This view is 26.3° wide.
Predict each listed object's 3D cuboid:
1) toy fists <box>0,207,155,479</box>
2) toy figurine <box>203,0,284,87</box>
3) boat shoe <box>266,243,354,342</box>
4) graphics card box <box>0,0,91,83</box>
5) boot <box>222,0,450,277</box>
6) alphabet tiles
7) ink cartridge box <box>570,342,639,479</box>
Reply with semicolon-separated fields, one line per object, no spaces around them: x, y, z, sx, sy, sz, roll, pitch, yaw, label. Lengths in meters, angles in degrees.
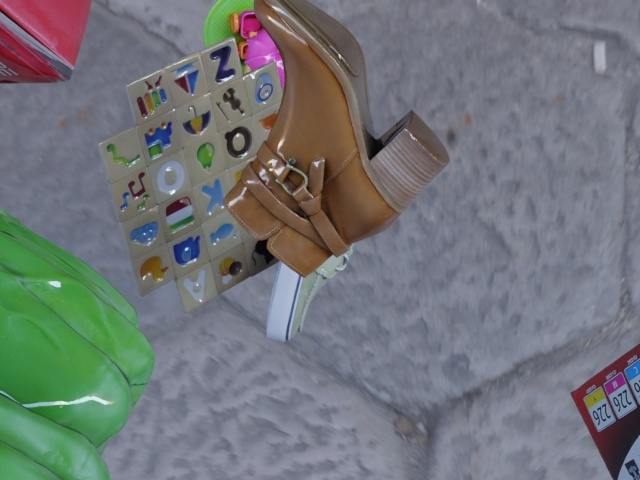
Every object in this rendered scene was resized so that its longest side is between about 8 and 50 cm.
-0.136;0.060;0.457;0.142;0.279;0.096;27;105;-10;toy fists
-0.084;-0.247;1.919;0.130;0.159;0.173;-5;119;-17;toy figurine
0.000;0.000;1.881;0.094;0.109;0.302;16;92;-1;boat shoe
-0.314;-0.154;0.611;0.370;0.233;0.094;0;69;26;graphics card box
-0.027;-0.115;1.472;0.220;0.109;0.283;-39;101;24;boot
-0.149;-0.083;1.818;0.285;0.343;0.011;-30;35;-30;alphabet tiles
0.367;0.165;1.034;0.130;0.309;0.272;-16;71;-26;ink cartridge box
